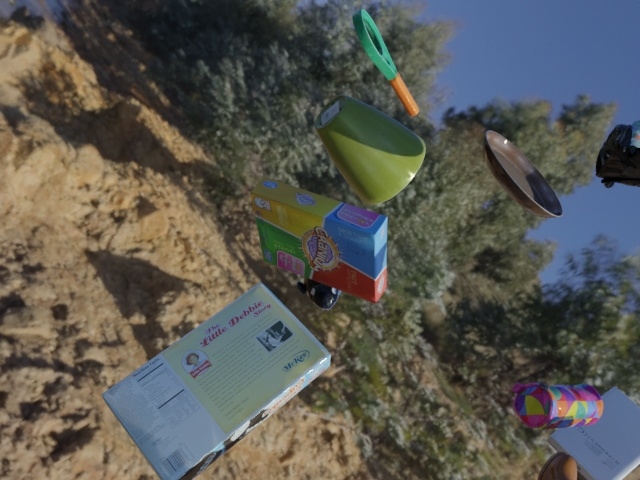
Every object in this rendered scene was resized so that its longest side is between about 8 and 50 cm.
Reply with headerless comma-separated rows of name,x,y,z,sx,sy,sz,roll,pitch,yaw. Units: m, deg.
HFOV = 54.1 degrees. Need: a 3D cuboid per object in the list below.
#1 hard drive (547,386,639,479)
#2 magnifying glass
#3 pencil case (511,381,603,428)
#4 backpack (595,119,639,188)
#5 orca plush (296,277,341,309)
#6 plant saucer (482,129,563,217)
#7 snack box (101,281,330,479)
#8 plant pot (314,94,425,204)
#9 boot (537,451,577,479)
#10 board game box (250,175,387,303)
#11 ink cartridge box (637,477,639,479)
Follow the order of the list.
hard drive,0.888,0.607,1.927,0.210,0.319,0.040,46,-32,35
magnifying glass,0.123,-0.323,1.156,0.231,0.026,0.092,52,28,-37
pencil case,0.530,0.363,1.394,0.236,0.104,0.104,14,29,-38
backpack,0.667,-0.170,1.257,0.152,0.182,0.115,78,24,-69
orca plush,0.019,0.081,1.833,0.287,0.151,0.102,-59,157,-59
plant saucer,0.552,-0.176,1.746,0.311,0.050,0.310,33,33,-25
snack box,-0.163,0.228,1.022,0.187,0.322,0.060,44,-26,24
plant pot,0.130,-0.307,1.960,0.293,0.275,0.275,38,7,-28
boot,0.625,0.635,1.534,0.109,0.283,0.220,44,-34,1
board game box,0.000,0.000,1.461,0.317,0.064,0.242,19,-39,22
ink cartridge box,0.684,0.601,1.196,0.117,0.201,0.278,47,10,-16
